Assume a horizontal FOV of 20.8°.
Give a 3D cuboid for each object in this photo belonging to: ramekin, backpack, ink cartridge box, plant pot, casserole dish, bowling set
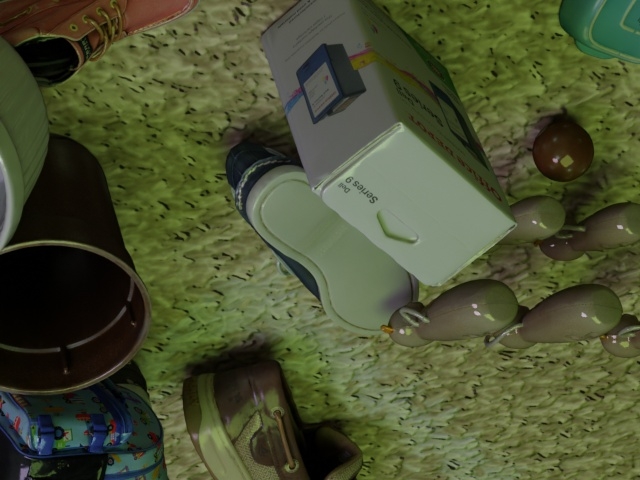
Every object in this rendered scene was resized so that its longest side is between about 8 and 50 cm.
[{"bbox_3d":[-0.299,-0.079,1.280,0.207,0.109,0.207,10,128,13],"label":"ramekin"},{"bbox_3d":[-0.208,0.168,1.486,0.173,0.158,0.116,2,115,-34],"label":"backpack"},{"bbox_3d":[0.051,-0.088,1.365,0.093,0.212,0.154,-38,128,19],"label":"ink cartridge box"},{"bbox_3d":[-0.229,0.009,1.415,0.167,0.165,0.167,-7,133,-8],"label":"plant pot"},{"bbox_3d":[0.276,-0.215,1.427,0.114,0.037,0.188,15,127,-24],"label":"casserole dish"},{"bbox_3d":[0.205,0.006,1.557,0.287,0.199,0.154,10,165,-28],"label":"bowling set"}]

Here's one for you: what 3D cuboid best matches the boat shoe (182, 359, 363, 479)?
[{"bbox_3d":[-0.012,0.239,1.709,0.123,0.123,0.342,-23,126,9],"label":"boat shoe"}]

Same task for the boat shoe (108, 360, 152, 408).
[{"bbox_3d":[-0.270,0.144,1.589,0.228,0.068,0.081,2,125,-16],"label":"boat shoe"}]

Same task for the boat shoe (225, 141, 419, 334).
[{"bbox_3d":[0.000,0.000,1.519,0.095,0.079,0.254,-46,136,6],"label":"boat shoe"}]

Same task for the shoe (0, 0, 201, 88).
[{"bbox_3d":[-0.173,-0.162,1.332,0.178,0.081,0.063,-11,133,-4],"label":"shoe"}]
